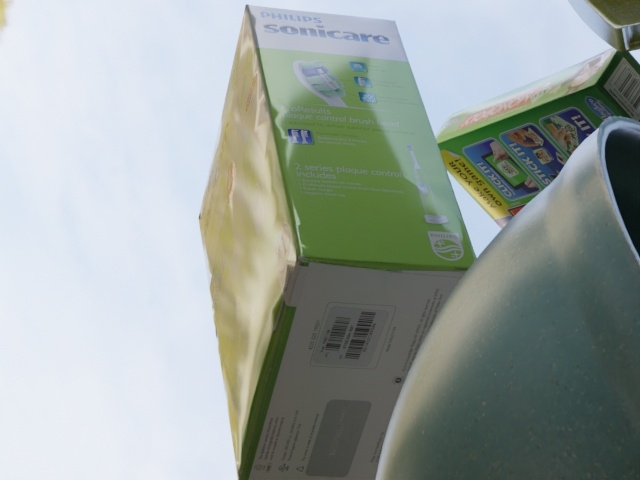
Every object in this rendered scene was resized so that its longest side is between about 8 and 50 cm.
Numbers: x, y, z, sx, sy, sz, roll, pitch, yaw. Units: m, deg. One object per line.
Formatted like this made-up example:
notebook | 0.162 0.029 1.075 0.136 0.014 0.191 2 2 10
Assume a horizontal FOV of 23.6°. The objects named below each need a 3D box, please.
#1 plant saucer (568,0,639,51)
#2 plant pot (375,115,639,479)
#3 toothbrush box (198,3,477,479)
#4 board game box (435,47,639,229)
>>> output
plant saucer | 0.241 -0.153 0.920 0.188 0.188 0.045 -2 84 -78
plant pot | 0.132 0.126 0.605 0.196 0.293 0.293 -41 -117 22
toothbrush box | 0.000 0.000 1.074 0.283 0.122 0.206 -101 -159 -48
board game box | 0.252 0.004 1.173 0.317 0.046 0.213 45 -28 -15
